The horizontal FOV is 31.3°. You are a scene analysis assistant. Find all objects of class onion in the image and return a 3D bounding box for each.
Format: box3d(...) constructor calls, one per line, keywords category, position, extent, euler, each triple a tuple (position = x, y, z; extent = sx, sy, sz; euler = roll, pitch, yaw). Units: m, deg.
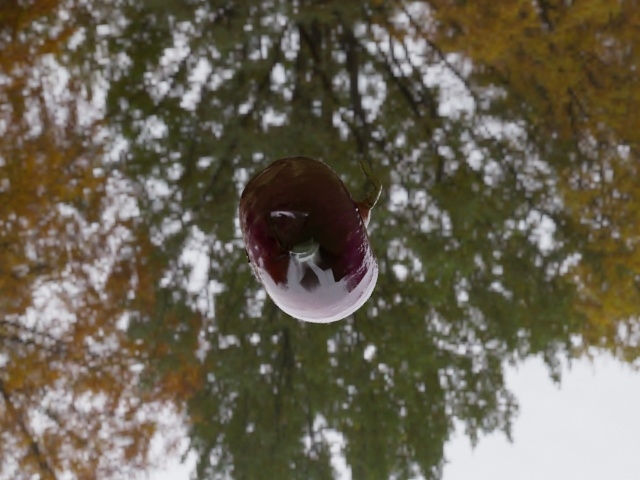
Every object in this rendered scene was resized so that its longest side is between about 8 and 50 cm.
box3d(category="onion", position=(-0.014, 0.004, 1.417), extent=(0.200, 0.207, 0.200), euler=(4, -161, -2))
